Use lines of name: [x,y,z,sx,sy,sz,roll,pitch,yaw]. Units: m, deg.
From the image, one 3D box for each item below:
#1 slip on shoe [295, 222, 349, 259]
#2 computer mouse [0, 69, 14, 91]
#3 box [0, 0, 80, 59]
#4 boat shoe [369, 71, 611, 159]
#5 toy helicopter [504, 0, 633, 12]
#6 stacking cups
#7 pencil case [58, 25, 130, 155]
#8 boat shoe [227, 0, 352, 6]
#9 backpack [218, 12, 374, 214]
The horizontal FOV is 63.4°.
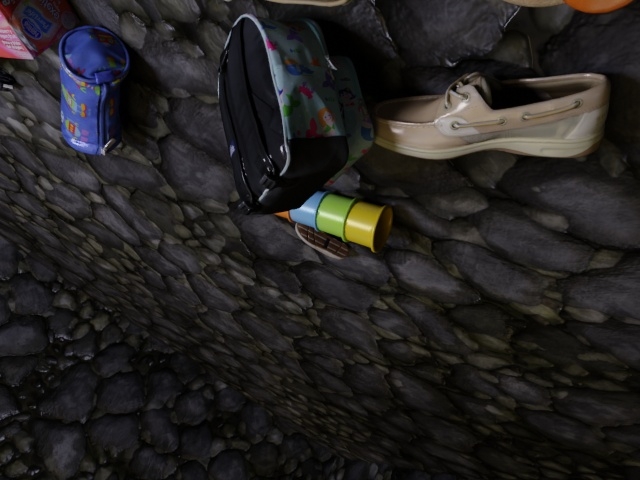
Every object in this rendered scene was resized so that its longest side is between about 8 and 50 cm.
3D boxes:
slip on shoe: [0.000,0.000,1.160,0.135,0.051,0.041,29,162,-11]
computer mouse: [-0.768,-0.412,1.107,0.189,0.072,0.272,10,152,-24]
box: [-0.590,-0.420,0.939,0.257,0.128,0.122,14,147,26]
boat shoe: [0.203,-0.171,0.672,0.302,0.109,0.098,7,138,24]
toy helicopter: [0.184,-0.369,0.399,0.235,0.140,0.355,22,140,29]
stacking cups: [-0.016,-0.062,1.042,0.316,0.096,0.096,17,148,26]
pencil case: [-0.454,-0.281,1.039,0.133,0.119,0.306,60,149,6]
boat shoe: [-0.072,-0.351,0.640,0.285,0.089,0.104,16,148,22]
backpack: [-0.052,-0.188,0.749,0.225,0.191,0.253,-38,70,60]
